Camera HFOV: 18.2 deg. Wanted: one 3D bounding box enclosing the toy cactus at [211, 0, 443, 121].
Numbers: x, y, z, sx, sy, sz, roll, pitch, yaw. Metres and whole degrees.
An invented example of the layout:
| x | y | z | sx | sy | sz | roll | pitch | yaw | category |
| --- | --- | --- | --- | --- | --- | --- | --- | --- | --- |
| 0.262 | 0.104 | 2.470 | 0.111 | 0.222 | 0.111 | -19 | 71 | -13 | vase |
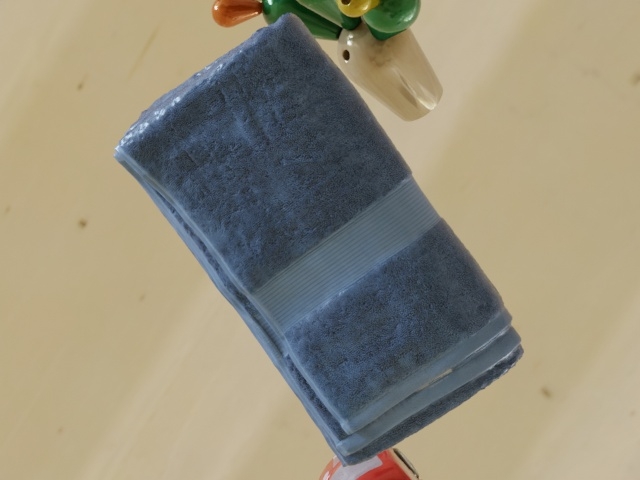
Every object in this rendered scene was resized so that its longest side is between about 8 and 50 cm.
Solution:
| x | y | z | sx | sy | sz | roll | pitch | yaw | category |
| --- | --- | --- | --- | --- | --- | --- | --- | --- | --- |
| 0.013 | -0.152 | 1.235 | 0.180 | 0.219 | 0.112 | 47 | -124 | -31 | toy cactus |

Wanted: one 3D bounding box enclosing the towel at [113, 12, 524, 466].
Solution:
| x | y | z | sx | sy | sz | roll | pitch | yaw | category |
| --- | --- | --- | --- | --- | --- | --- | --- | --- | --- |
| 0.000 | 0.000 | 0.560 | 0.119 | 0.067 | 0.029 | 55 | -159 | -3 | towel |

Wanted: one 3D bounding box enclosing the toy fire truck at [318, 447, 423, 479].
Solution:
| x | y | z | sx | sy | sz | roll | pitch | yaw | category |
| --- | --- | --- | --- | --- | --- | --- | --- | --- | --- |
| 0.076 | 0.184 | 0.955 | 0.047 | 0.135 | 0.192 | -41 | -82 | 1 | toy fire truck |
